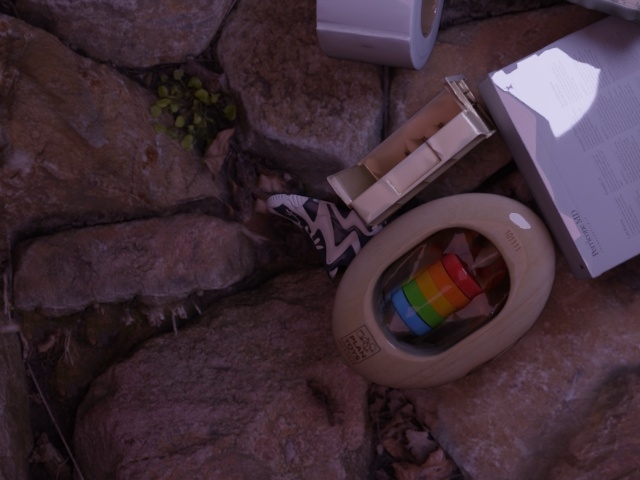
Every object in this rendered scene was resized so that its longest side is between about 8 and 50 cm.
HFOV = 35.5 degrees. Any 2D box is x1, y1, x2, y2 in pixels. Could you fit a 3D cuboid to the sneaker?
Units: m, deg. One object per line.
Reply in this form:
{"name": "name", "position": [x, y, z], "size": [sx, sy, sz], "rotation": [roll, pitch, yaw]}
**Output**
{"name": "sneaker", "position": [0.000, 0.000, 1.897], "size": [0.235, 0.094, 0.153], "rotation": [12, 92, 6]}

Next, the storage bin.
{"name": "storage bin", "position": [0.168, -0.156, 1.740], "size": [0.262, 0.260, 0.123], "rotation": [-39, 88, 18]}

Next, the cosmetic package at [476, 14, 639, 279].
{"name": "cosmetic package", "position": [0.476, -0.163, 1.671], "size": [0.284, 0.097, 0.377], "rotation": [-26, 88, -7]}

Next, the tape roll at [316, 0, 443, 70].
{"name": "tape roll", "position": [0.110, -0.426, 1.732], "size": [0.169, 0.246, 0.246], "rotation": [11, 100, 16]}

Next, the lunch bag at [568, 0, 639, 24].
{"name": "lunch bag", "position": [0.466, -0.472, 1.597], "size": [0.235, 0.169, 0.287], "rotation": [25, 67, 14]}

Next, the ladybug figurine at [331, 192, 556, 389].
{"name": "ladybug figurine", "position": [0.218, 0.090, 1.803], "size": [0.449, 0.162, 0.305], "rotation": [-33, 87, 18]}
